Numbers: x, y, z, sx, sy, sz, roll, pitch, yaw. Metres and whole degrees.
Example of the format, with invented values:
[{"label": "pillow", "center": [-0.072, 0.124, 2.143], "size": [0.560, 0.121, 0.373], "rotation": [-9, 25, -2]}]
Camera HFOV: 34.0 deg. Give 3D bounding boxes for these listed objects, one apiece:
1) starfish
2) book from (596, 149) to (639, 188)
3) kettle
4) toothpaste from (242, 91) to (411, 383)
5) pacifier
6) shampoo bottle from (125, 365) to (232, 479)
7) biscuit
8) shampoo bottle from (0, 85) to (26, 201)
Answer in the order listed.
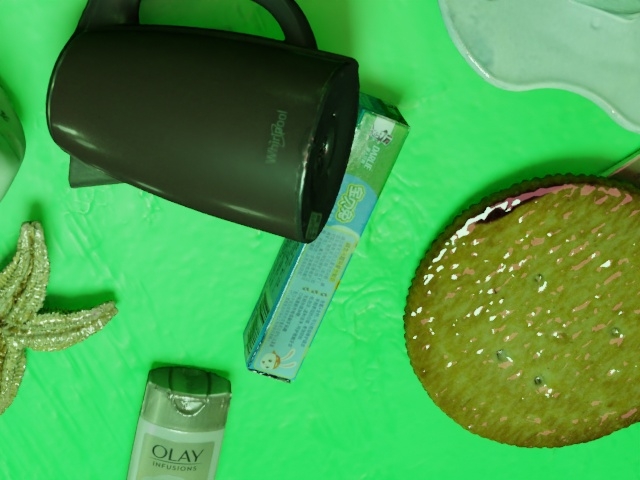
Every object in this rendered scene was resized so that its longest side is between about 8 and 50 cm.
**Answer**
[{"label": "starfish", "center": [-0.305, 0.077, 0.951], "size": [0.227, 0.043, 0.241], "rotation": [13, 115, -10]}, {"label": "book", "center": [0.344, -0.007, 1.007], "size": [0.138, 0.016, 0.199], "rotation": [-33, 113, 8]}, {"label": "kettle", "center": [-0.094, -0.117, 0.822], "size": [0.232, 0.144, 0.202], "rotation": [15, 96, 11]}, {"label": "toothpaste", "center": [0.000, 0.000, 0.941], "size": [0.050, 0.065, 0.267], "rotation": [19, 110, -14]}, {"label": "pacifier", "center": [0.242, -0.210, 0.797], "size": [0.287, 0.226, 0.239], "rotation": [19, 92, -16]}, {"label": "shampoo bottle", "center": [-0.148, 0.234, 1.031], "size": [0.086, 0.056, 0.228], "rotation": [10, 112, -12]}, {"label": "biscuit", "center": [0.228, 0.074, 1.008], "size": [0.305, 0.038, 0.305], "rotation": [0, 116, -1]}, {"label": "shampoo bottle", "center": [-0.423, -0.045, 0.824], "size": [0.349, 0.151, 0.222], "rotation": [-29, 113, 7]}]
